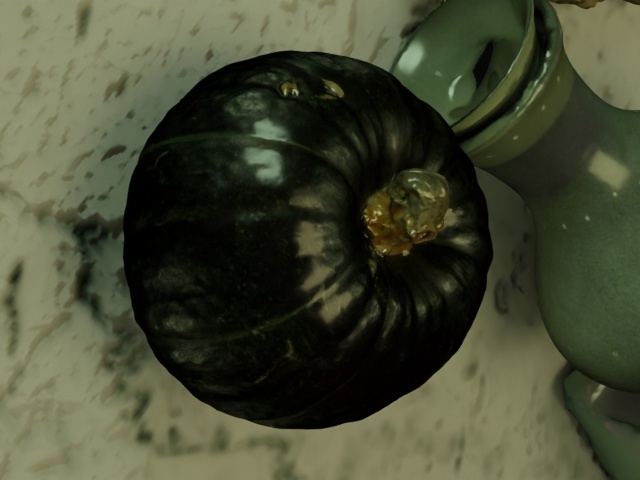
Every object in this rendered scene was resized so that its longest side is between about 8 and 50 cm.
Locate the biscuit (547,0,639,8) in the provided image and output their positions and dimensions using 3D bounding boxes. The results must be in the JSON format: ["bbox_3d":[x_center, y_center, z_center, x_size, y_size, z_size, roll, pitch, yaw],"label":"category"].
[{"bbox_3d":[0.127,-0.206,0.988,0.224,0.033,0.145,-3,100,-43],"label":"biscuit"}]

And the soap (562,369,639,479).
[{"bbox_3d":[0.337,0.060,1.165,0.347,0.115,0.208,-45,128,-17],"label":"soap"}]

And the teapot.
[{"bbox_3d":[0.156,-0.033,0.975,0.251,0.183,0.183,36,75,-31],"label":"teapot"}]

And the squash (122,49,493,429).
[{"bbox_3d":[-0.004,0.001,0.839,0.193,0.155,0.193,5,90,-67],"label":"squash"}]
